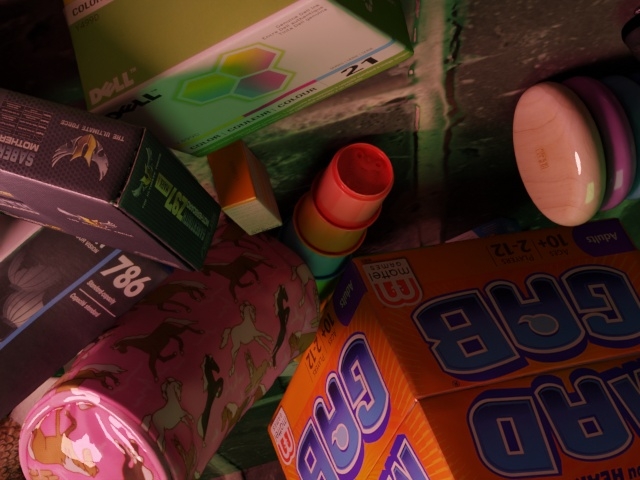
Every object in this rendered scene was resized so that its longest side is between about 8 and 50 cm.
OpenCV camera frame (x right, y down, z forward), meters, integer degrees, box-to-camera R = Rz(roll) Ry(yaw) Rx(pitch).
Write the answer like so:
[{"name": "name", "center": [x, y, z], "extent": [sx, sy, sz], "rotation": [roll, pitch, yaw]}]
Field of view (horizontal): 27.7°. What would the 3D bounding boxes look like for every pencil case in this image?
[{"name": "pencil case", "center": [-0.125, 0.125, 1.226], "extent": [0.167, 0.160, 0.386], "rotation": [-63, 174, 31]}]

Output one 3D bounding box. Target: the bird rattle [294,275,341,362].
[{"name": "bird rattle", "center": [-0.037, 0.087, 1.648], "extent": [0.207, 0.143, 0.253], "rotation": [-4, 176, -1]}]

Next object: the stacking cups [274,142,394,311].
[{"name": "stacking cups", "center": [0.000, 0.000, 1.366], "extent": [0.096, 0.096, 0.316], "rotation": [-10, 162, -18]}]

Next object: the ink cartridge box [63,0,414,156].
[{"name": "ink cartridge box", "center": [-0.087, -0.151, 0.810], "extent": [0.189, 0.097, 0.255], "rotation": [-23, 162, 25]}]

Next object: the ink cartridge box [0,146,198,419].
[{"name": "ink cartridge box", "center": [-0.242, 0.040, 1.059], "extent": [0.333, 0.065, 0.165], "rotation": [-42, 148, -1]}]

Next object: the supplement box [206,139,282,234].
[{"name": "supplement box", "center": [-0.071, -0.049, 1.207], "extent": [0.036, 0.062, 0.098], "rotation": [-19, 162, 8]}]

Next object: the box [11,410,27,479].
[{"name": "box", "center": [-0.461, 0.313, 1.525], "extent": [0.179, 0.343, 0.312], "rotation": [-18, 163, 12]}]

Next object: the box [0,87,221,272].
[{"name": "box", "center": [-0.202, -0.052, 0.891], "extent": [0.233, 0.059, 0.183], "rotation": [16, 168, 14]}]

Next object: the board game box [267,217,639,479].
[{"name": "board game box", "center": [0.201, 0.238, 1.455], "extent": [0.356, 0.356, 0.356], "rotation": [-8, 146, -26]}]

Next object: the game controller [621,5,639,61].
[{"name": "game controller", "center": [0.420, -0.227, 1.115], "extent": [0.319, 0.067, 0.166], "rotation": [-23, 176, 24]}]

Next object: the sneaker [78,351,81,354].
[{"name": "sneaker", "center": [-0.289, 0.058, 1.256], "extent": [0.126, 0.127, 0.321], "rotation": [-24, 171, 32]}]

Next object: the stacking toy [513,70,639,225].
[{"name": "stacking toy", "center": [0.362, -0.121, 1.269], "extent": [0.330, 0.141, 0.141], "rotation": [-16, 164, -15]}]

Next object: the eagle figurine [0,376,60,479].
[{"name": "eagle figurine", "center": [-0.376, 0.240, 1.261], "extent": [0.225, 0.226, 0.298], "rotation": [-58, -173, 23]}]

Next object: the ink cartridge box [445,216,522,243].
[{"name": "ink cartridge box", "center": [0.223, 0.044, 1.657], "extent": [0.088, 0.122, 0.052], "rotation": [-26, 161, 28]}]

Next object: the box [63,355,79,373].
[{"name": "box", "center": [-0.221, 0.166, 1.653], "extent": [0.182, 0.119, 0.181], "rotation": [-15, 163, -3]}]

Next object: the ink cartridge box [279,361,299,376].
[{"name": "ink cartridge box", "center": [-0.039, 0.151, 1.865], "extent": [0.109, 0.062, 0.209], "rotation": [-28, 159, 35]}]
